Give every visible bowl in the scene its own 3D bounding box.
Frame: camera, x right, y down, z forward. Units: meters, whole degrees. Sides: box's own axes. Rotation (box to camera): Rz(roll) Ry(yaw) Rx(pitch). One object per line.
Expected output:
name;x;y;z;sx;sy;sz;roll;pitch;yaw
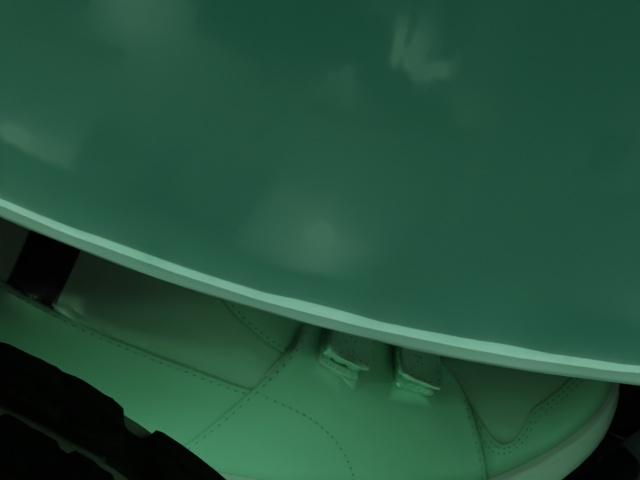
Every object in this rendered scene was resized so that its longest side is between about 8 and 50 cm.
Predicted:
bowl;0.030;-0.123;0.213;0.312;0.163;0.311;11;152;6

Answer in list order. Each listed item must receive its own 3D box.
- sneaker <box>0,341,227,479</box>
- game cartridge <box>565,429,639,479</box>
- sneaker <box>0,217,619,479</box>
sneaker;-0.146;0.099;0.428;0.410;0.182;0.158;34;-163;6
game cartridge;0.045;0.196;0.675;0.068;0.355;0.230;51;171;37
sneaker;0.000;0.000;0.536;0.256;0.094;0.151;4;127;-28
